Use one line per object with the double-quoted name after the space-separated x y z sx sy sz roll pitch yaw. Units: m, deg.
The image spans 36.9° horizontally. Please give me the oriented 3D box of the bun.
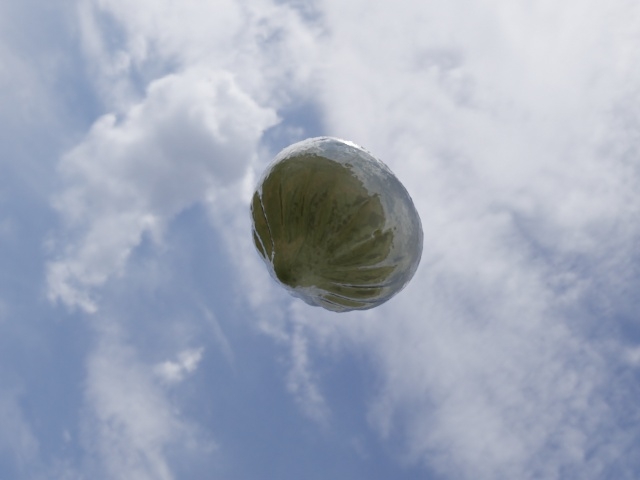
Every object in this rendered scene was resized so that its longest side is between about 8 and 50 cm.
0.000 0.000 0.698 0.138 0.094 0.138 21 -49 25 "bun"
